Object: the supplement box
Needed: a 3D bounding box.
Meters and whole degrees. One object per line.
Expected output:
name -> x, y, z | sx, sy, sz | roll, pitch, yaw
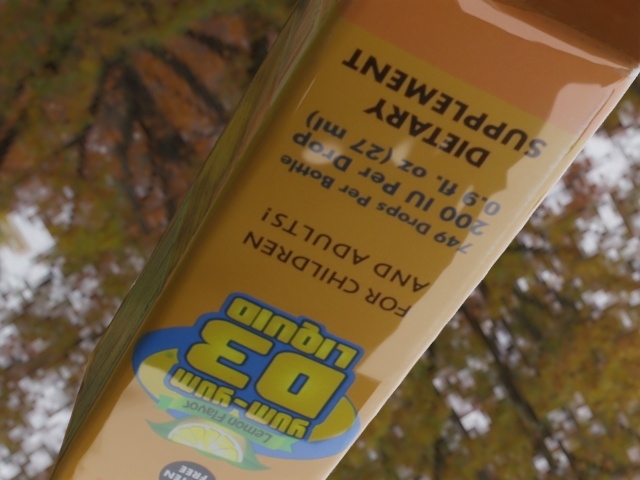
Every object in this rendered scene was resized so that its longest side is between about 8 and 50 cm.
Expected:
supplement box -> 0.000, 0.000, 0.491 | 0.233, 0.078, 0.080 | -57, -167, 38
